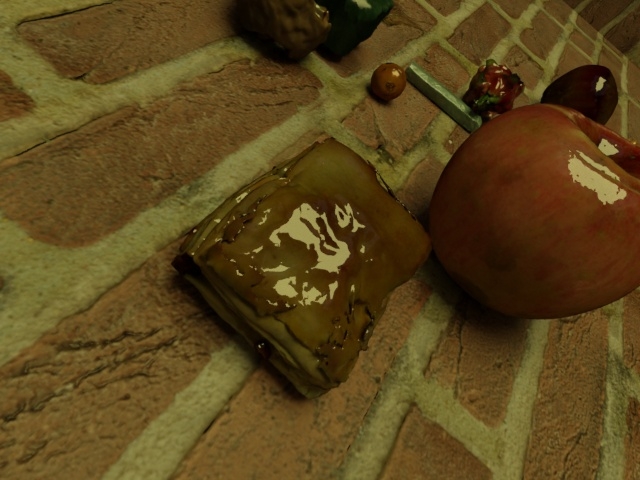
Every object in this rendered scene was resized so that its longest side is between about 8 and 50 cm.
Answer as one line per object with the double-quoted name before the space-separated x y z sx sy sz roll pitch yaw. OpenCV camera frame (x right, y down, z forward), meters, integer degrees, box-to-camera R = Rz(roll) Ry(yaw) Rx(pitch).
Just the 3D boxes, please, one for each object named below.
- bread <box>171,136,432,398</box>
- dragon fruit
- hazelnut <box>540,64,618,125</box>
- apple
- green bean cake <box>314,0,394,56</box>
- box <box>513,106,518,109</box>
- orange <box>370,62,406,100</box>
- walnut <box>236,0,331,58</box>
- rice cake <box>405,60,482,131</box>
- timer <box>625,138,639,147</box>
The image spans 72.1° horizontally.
"bread" 0.000 0.000 0.593 0.277 0.167 0.324 43 46 2
"dragon fruit" 0.456 -0.394 1.163 0.135 0.137 0.236 33 27 11
"hazelnut" 0.818 -0.439 1.404 0.217 0.217 0.251 26 72 -14
"apple" 0.372 -0.037 0.751 0.365 0.364 0.363 16 52 -22
"green bean cake" 0.023 -0.611 1.035 0.308 0.169 0.300 41 48 -7
"box" 0.606 -0.379 1.339 0.084 0.024 0.053 -5 62 -33
"orange" 0.156 -0.365 1.010 0.084 0.083 0.083 16 52 -22
"walnut" -0.091 -0.486 0.868 0.238 0.204 0.141 43 61 2
"rice cake" 0.320 -0.371 1.142 0.245 0.042 0.045 39 49 -3
"timer" 1.177 -0.319 1.606 0.132 0.131 0.152 -15 47 -38
